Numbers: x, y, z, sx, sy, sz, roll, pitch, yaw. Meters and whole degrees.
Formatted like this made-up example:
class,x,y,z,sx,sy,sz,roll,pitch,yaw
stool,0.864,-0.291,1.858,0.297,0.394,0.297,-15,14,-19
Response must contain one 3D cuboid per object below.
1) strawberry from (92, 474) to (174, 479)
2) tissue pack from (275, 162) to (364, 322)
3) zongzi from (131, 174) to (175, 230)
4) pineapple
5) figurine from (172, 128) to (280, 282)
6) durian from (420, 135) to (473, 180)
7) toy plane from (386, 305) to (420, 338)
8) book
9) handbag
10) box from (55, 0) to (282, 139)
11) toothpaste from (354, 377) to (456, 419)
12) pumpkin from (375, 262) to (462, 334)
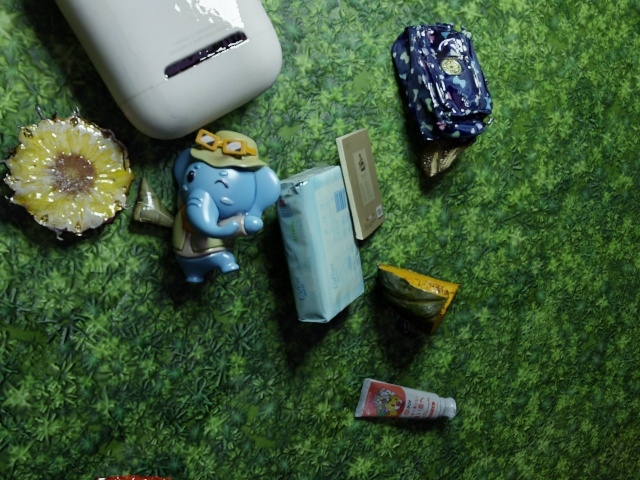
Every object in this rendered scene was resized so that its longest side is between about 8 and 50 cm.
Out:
class,x,y,z,sx,sy,sz,roll,pitch,yaw
strawberry,-0.336,0.473,0.988,0.188,0.082,0.121,29,65,-16
tissue pack,0.000,0.000,1.029,0.177,0.089,0.263,-31,116,-55
zongzi,-0.282,-0.063,0.956,0.076,0.040,0.083,18,72,-33
pineapple,-0.404,-0.110,0.886,0.221,0.047,0.221,-4,98,-28
figurine,-0.166,-0.057,0.937,0.154,0.180,0.261,3,88,-45
durian,0.261,-0.191,1.157,0.140,0.110,0.071,-36,87,-17
toy plane,0.187,0.181,1.209,0.121,0.031,0.049,35,77,-27
book,0.083,-0.115,1.083,0.138,0.016,0.198,-36,117,-58
handbag,0.253,-0.323,1.100,0.162,0.113,0.260,-7,75,-26
box,-0.238,-0.358,0.870,0.289,0.141,0.348,-34,110,-18
toothpaste,0.191,0.364,1.230,0.234,0.057,0.089,13,95,-18
pumpkin,0.191,0.117,1.163,0.111,0.163,0.278,-67,161,10
